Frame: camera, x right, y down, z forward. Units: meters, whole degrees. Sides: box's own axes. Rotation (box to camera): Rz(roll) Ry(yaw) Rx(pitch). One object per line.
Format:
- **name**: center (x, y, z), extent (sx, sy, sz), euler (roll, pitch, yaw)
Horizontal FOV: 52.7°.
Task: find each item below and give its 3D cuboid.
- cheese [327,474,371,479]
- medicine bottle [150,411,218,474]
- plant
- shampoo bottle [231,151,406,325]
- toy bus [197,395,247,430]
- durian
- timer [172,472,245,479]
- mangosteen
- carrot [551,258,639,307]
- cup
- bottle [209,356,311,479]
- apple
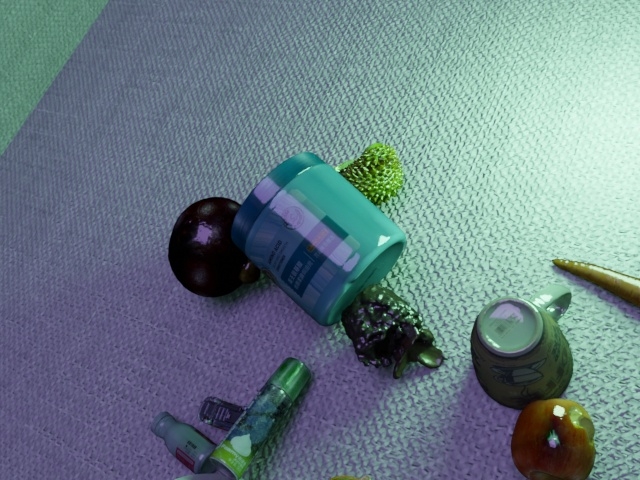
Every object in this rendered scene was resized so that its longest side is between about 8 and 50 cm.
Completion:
- **cheese**: center (0.027, 0.662, 1.505), extent (0.270, 0.069, 0.177), euler (-41, 53, -2)
- **medicine bottle**: center (-0.366, 0.543, 1.742), extent (0.216, 0.090, 0.090), euler (25, 74, 34)
- **plant**: center (0.170, 0.233, 1.623), extent (0.178, 0.204, 0.234), euler (-46, 50, 7)
- **shampoo bottle**: center (0.000, 0.000, 1.700), extent (0.342, 0.331, 0.331), euler (42, 84, 16)
- **toy bus**: center (-0.240, 0.476, 1.731), extent (0.174, 0.077, 0.079), euler (8, 65, 28)
- **durian**: center (0.128, -0.174, 1.873), extent (0.236, 0.200, 0.177), euler (-15, 81, 31)
- **timer**: center (-0.270, 0.712, 1.515), extent (0.285, 0.285, 0.285), euler (-11, 58, 18)
- **mangosteen**: center (-0.300, 0.027, 1.895), extent (0.293, 0.297, 0.297), euler (34, 79, 33)
- **carrot**: center (0.709, 0.103, 1.534), extent (0.336, 0.069, 0.069), euler (26, 75, 41)
- **cup**: center (0.470, 0.209, 1.457), extent (0.227, 0.257, 0.301), euler (34, 78, 33)
- **bottle**: center (-0.145, 0.444, 1.638), extent (0.093, 0.093, 0.330), euler (16, 49, 31)
- **apple**: center (0.498, 0.422, 1.372), extent (0.199, 0.199, 0.199), euler (-11, 58, 18)
